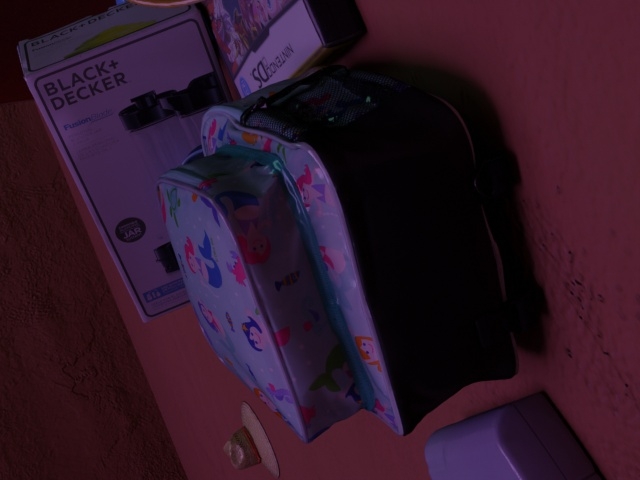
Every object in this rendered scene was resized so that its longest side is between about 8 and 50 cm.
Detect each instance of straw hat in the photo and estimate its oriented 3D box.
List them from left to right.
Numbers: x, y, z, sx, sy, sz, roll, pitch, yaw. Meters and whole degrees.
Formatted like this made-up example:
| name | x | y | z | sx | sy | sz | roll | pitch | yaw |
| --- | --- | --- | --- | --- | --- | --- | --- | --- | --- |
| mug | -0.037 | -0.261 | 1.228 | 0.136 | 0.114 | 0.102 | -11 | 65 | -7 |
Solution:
| name | x | y | z | sx | sy | sz | roll | pitch | yaw |
| --- | --- | --- | --- | --- | --- | --- | --- | --- | --- |
| straw hat | -0.123 | 0.338 | 1.749 | 0.144 | 0.061 | 0.144 | 56 | 161 | 31 |

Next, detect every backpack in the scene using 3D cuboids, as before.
| name | x | y | z | sx | sy | sz | roll | pitch | yaw |
| --- | --- | --- | --- | --- | --- | --- | --- | --- | --- |
| backpack | 0.000 | 0.000 | 0.733 | 0.253 | 0.191 | 0.225 | -138 | 28 | -64 |

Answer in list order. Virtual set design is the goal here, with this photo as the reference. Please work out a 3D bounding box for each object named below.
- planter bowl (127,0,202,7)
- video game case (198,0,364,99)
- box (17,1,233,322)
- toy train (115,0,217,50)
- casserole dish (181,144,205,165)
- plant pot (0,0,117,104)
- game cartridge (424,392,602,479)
| name | x | y | z | sx | sy | sz | roll | pitch | yaw |
| --- | --- | --- | --- | --- | --- | --- | --- | --- | --- |
| planter bowl | -0.067 | -0.251 | 0.666 | 0.217 | 0.090 | 0.217 | 4 | 98 | 31 |
| video game case | -0.071 | -0.248 | 0.847 | 0.274 | 0.035 | 0.248 | 66 | 163 | -1 |
| box | -0.154 | -0.079 | 1.039 | 0.087 | 0.169 | 0.290 | -120 | 10 | -56 |
| toy train | -0.166 | -0.202 | 1.128 | 0.105 | 0.080 | 0.184 | 58 | 162 | 5 |
| casserole dish | -0.067 | -0.028 | 1.017 | 0.037 | 0.114 | 0.188 | -103 | 0 | -57 |
| plant pot | -0.382 | -0.315 | 1.363 | 0.267 | 0.267 | 0.235 | -146 | 49 | -60 |
| game cartridge | 0.177 | 0.255 | 0.747 | 0.297 | 0.062 | 0.198 | 63 | 167 | 10 |
